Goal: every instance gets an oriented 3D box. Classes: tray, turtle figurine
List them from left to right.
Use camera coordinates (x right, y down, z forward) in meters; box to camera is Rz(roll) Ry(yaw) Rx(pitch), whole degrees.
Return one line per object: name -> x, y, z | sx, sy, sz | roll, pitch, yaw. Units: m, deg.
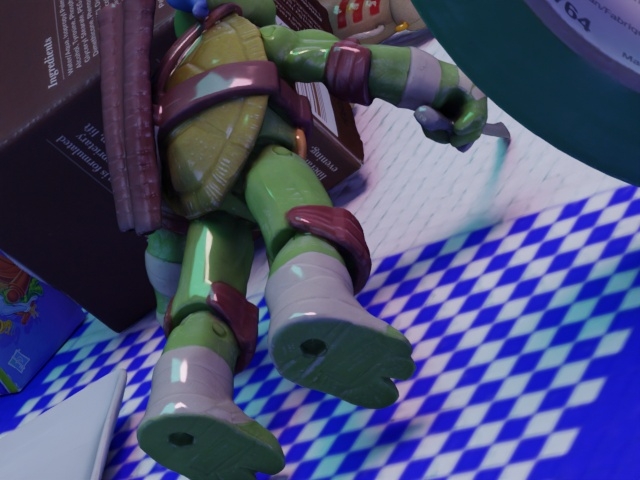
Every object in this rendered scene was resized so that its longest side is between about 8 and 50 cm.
tray -> -0.214, 0.174, 1.026 | 0.270, 0.030, 0.145 | -31, 21, 15
turtle figurine -> 0.000, 0.000, 0.962 | 0.197, 0.275, 0.266 | -9, 46, 8

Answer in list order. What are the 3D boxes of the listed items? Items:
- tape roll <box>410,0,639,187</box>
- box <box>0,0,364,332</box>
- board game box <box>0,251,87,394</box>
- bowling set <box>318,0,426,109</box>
tape roll -> 0.175, -0.165, 0.709 | 0.321, 0.321, 0.077 | -25, 21, 29
box -> -0.110, -0.089, 1.165 | 0.203, 0.168, 0.167 | -33, 41, 19
board game box -> -0.344, -0.039, 1.260 | 0.233, 0.347, 0.078 | -15, 29, 47
bowling set -> -0.007, -0.207, 1.325 | 0.154, 0.200, 0.287 | -14, 33, 44
